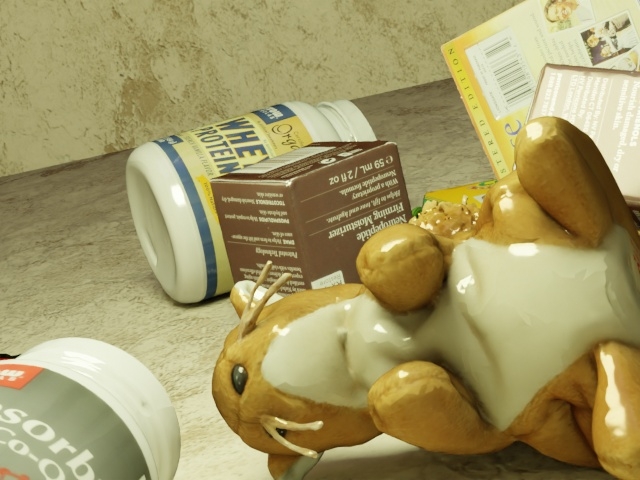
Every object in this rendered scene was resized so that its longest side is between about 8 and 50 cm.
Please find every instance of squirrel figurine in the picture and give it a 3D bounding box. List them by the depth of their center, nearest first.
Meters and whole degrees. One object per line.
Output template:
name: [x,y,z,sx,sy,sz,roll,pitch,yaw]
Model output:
squirrel figurine: [0.107,0.089,1.322,0.370,0.281,0.397,-20,-5,21]

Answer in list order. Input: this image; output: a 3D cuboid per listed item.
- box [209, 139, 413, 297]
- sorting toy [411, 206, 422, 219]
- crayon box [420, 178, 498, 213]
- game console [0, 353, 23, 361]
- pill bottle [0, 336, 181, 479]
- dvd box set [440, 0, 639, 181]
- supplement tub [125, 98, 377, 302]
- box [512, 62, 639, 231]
box: [0.000,0.000,1.806,0.168,0.203,0.167,-23,16,-34]
sorting toy: [0.132,-0.011,2.046,0.042,0.061,0.102,-5,-8,35]
crayon box: [0.268,-0.029,1.923,0.278,0.081,0.165,-11,14,9]
game console: [-0.353,0.178,1.848,0.144,0.085,0.124,-5,46,38]
pill bottle: [-0.242,0.209,1.130,0.210,0.210,0.363,-10,13,16]
dvd box set: [0.363,-0.160,1.644,0.420,0.308,0.062,-26,-4,34]
supplement tub: [-0.086,-0.062,2.116,0.316,0.228,0.228,-18,13,-19]
box: [0.389,-0.054,1.416,0.381,0.143,0.191,11,-13,28]
